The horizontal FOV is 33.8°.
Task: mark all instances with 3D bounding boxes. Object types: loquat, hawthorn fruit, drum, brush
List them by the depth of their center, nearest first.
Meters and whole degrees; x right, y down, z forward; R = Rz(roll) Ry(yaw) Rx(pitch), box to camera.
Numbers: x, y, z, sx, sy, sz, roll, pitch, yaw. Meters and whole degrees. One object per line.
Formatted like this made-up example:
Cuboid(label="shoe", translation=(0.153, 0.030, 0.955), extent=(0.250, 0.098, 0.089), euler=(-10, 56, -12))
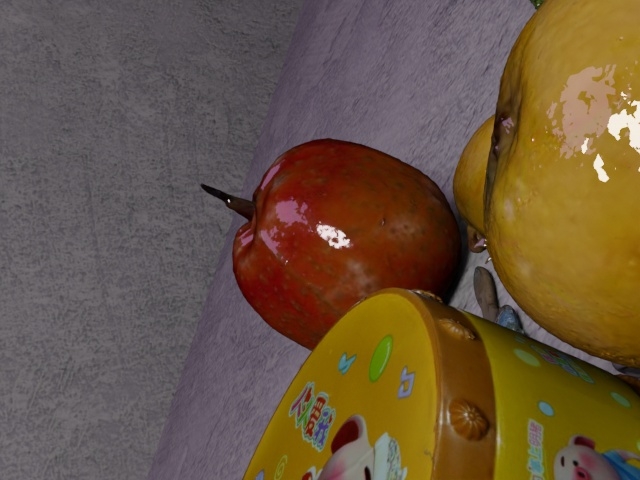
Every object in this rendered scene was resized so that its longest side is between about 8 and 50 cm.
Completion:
Cuboid(label="loquat", translation=(0.214, -0.051, 0.639), extent=(0.263, 0.263, 0.263), euler=(-58, 17, 29))
Cuboid(label="drum", translation=(0.070, 0.255, 0.746), extent=(0.431, 0.214, 0.431), euler=(-59, 17, 30))
Cuboid(label="loquat", translation=(0.190, -0.051, 0.945), extent=(0.163, 0.137, 0.163), euler=(-35, 47, 48))
Cuboid(label="brush", translation=(0.170, 0.075, 1.045), extent=(0.196, 0.021, 0.070), euler=(-93, 23, -61))
Cuboid(label="hawthorn fruit", translation=(0.000, 0.000, 1.208), extent=(0.254, 0.300, 0.254), euler=(-61, 13, 25))

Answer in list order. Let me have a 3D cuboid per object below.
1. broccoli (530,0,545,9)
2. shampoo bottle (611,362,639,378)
Cuboid(label="broccoli", translation=(0.262, -0.402, 1.055), extent=(0.321, 0.304, 0.283), euler=(-55, -12, 28))
Cuboid(label="shampoo bottle", translation=(0.261, 0.020, 0.780), extent=(0.080, 0.040, 0.165), euler=(-31, 37, 67))
